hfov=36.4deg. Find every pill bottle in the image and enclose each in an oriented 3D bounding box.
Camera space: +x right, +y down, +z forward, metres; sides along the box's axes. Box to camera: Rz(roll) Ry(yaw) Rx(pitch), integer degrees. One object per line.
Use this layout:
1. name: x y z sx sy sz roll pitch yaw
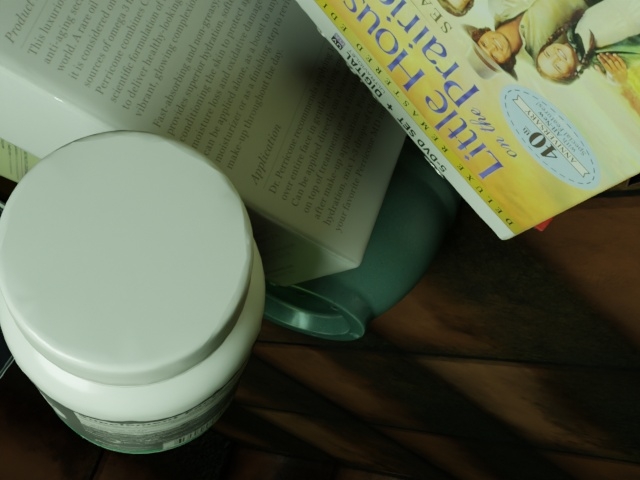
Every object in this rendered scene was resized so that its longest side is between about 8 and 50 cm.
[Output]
1. pill bottle: -0.153 0.059 0.811 0.204 0.204 0.361 21 159 -1

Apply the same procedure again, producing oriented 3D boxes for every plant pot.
1. plant pot: 0.000 0.000 1.172 0.293 0.196 0.293 18 159 7

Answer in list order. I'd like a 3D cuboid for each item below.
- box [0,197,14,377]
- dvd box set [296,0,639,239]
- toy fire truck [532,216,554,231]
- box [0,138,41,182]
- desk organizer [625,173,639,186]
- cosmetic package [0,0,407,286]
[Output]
1. box: -0.688 -0.043 1.402 0.471 0.297 0.480 27 170 47
2. dvd box set: 0.140 -0.180 0.629 0.308 0.062 0.420 50 156 -2
3. toy fire truck: 0.219 -0.081 0.909 0.047 0.135 0.192 32 -163 -10
4. box: -0.382 -0.165 1.228 0.243 0.117 0.213 24 159 -7
5. desk organizer: 0.307 -0.093 0.866 0.047 0.050 0.130 15 158 15
6. cosmetic package: -0.147 -0.162 0.867 0.453 0.230 0.161 30 157 -22
